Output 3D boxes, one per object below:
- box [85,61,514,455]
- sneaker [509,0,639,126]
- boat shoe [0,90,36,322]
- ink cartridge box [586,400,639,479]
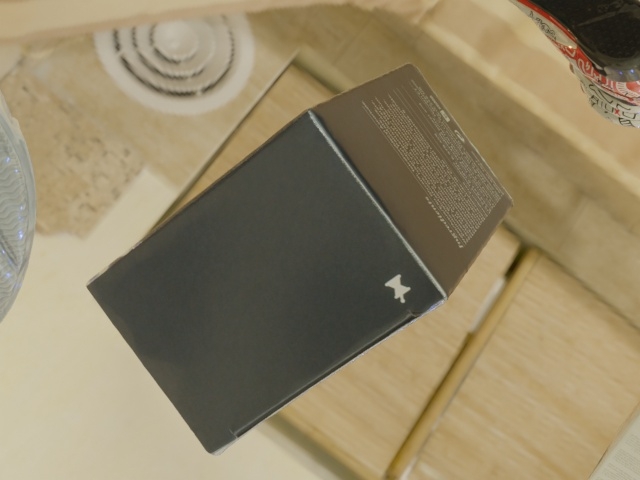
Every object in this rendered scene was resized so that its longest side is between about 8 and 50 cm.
[{"bbox_3d":[0.000,0.000,1.225,0.293,0.395,0.212,-36,92,22],"label":"box"},{"bbox_3d":[0.239,-0.219,1.130,0.270,0.090,0.145,54,-176,33],"label":"sneaker"},{"bbox_3d":[-0.161,-0.068,0.357,0.302,0.109,0.094,91,154,-53],"label":"boat shoe"},{"bbox_3d":[0.336,0.248,1.137,0.145,0.045,0.179,33,129,10],"label":"ink cartridge box"}]
